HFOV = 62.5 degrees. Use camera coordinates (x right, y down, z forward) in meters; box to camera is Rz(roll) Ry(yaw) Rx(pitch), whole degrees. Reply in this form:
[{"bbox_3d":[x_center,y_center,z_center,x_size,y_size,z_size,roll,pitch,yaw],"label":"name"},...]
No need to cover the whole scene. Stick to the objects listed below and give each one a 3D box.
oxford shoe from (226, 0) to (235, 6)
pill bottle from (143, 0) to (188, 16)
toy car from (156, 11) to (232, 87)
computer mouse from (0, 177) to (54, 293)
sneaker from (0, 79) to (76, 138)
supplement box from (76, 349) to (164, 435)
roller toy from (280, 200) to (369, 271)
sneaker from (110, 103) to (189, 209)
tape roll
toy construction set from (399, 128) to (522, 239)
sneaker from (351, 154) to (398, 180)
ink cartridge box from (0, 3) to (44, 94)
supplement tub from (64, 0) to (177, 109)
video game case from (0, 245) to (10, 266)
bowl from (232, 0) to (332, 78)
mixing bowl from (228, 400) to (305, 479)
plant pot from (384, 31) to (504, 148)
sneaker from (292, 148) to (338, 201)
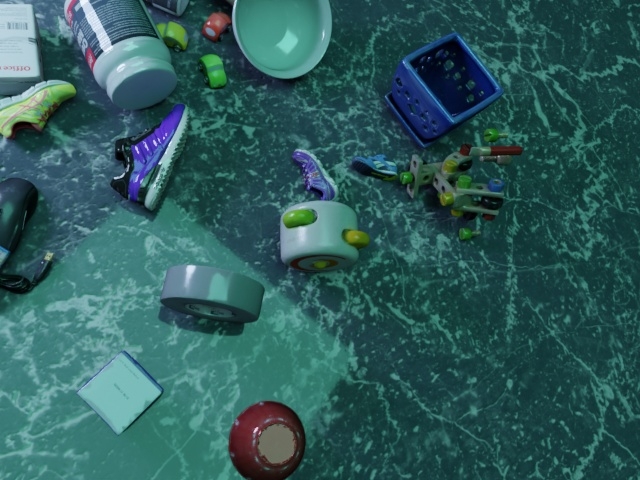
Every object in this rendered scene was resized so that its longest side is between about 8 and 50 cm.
[{"bbox_3d":[-0.188,-0.818,1.567,0.146,0.141,0.396,47,55,-33],"label":"oxford shoe"},{"bbox_3d":[-0.477,-0.713,1.416,0.246,0.130,0.130,21,67,-10],"label":"pill bottle"},{"bbox_3d":[-0.317,-0.525,1.446,0.239,0.053,0.224,-23,80,-23],"label":"toy car"},{"bbox_3d":[-0.671,-0.015,1.158,0.184,0.060,0.261,21,68,-10],"label":"computer mouse"},{"bbox_3d":[-0.671,-0.306,1.252,0.209,0.081,0.094,-33,92,-18],"label":"sneaker"},{"bbox_3d":[-0.393,0.306,1.053,0.111,0.220,0.114,45,66,1],"label":"supplement box"},{"bbox_3d":[0.000,0.000,1.297,0.210,0.191,0.146,3,71,-15],"label":"roller toy"},{"bbox_3d":[-0.421,-0.229,1.287,0.146,0.102,0.293,20,67,-10],"label":"sneaker"},{"bbox_3d":[-0.237,0.122,1.165,0.219,0.219,0.072,14,70,-13],"label":"tape roll"},{"bbox_3d":[0.359,-0.174,1.428,0.237,0.309,0.257,-3,65,-14],"label":"toy construction set"},{"bbox_3d":[0.154,-0.215,1.498,0.144,0.053,0.059,15,69,-22],"label":"sneaker"},{"bbox_3d":[-0.754,-0.456,1.263,0.148,0.086,0.203,-7,75,-20],"label":"ink cartridge box"},{"bbox_3d":[-0.488,-0.483,1.301,0.191,0.191,0.272,-24,81,-23],"label":"supplement tub"},{"bbox_3d":[-0.749,0.064,1.099,0.119,0.015,0.166,32,82,-3],"label":"video game case"},{"bbox_3d":[-0.126,-0.604,1.459,0.298,0.134,0.297,-13,115,-30],"label":"bowl"},{"bbox_3d":[-0.108,0.448,1.166,0.182,0.098,0.181,5,71,-15],"label":"mixing bowl"},{"bbox_3d":[0.340,-0.421,1.538,0.236,0.212,0.236,-34,85,-24],"label":"plant pot"},{"bbox_3d":[-0.022,-0.172,1.419,0.071,0.068,0.170,-38,87,-19],"label":"sneaker"}]
